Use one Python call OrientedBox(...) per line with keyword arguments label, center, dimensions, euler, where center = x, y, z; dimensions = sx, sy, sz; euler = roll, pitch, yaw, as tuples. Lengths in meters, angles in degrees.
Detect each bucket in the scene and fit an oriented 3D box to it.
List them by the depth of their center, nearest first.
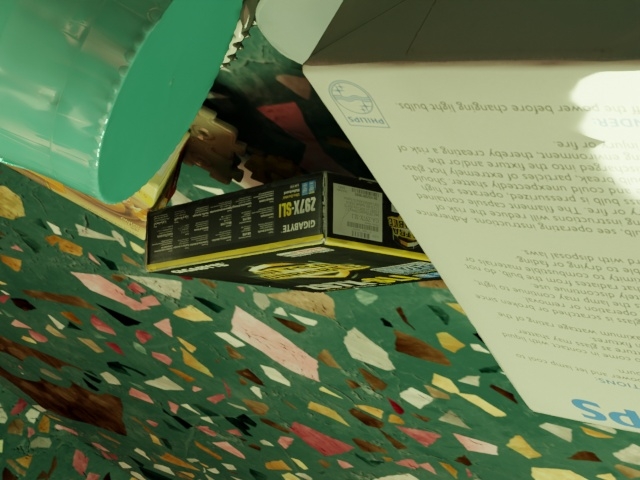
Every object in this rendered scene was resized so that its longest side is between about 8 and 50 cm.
OrientedBox(label="bucket", center=(-0.199, -0.176, 1.042), dimensions=(0.183, 0.281, 0.281), euler=(29, 153, 7))

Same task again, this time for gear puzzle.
OrientedBox(label="gear puzzle", center=(-0.153, -0.139, 1.402), dimensions=(0.339, 0.044, 0.175), euler=(27, 160, 3))

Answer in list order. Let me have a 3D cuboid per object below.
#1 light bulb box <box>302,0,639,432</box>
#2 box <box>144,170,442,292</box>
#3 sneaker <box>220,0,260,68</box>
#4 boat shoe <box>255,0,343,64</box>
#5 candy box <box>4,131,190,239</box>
OrientedBox(label="light bulb box", center=(0.226, -0.111, 0.758), dimensions=(0.225, 0.358, 0.361), euler=(7, 148, 39))
OrientedBox(label="box", center=(0.000, 0.000, 1.343), dimensions=(0.257, 0.079, 0.322), euler=(7, 169, -40))
OrientedBox(label="sneaker", center=(-0.128, -0.215, 1.207), dimensions=(0.106, 0.078, 0.234), euler=(33, 155, -15))
OrientedBox(label="boat shoe", center=(0.075, -0.224, 0.979), dimensions=(0.113, 0.105, 0.306), euler=(44, 144, -23))
OrientedBox(label="candy box", center=(-0.315, -0.134, 1.423), dimensions=(0.316, 0.088, 0.183), euler=(30, 157, -2))
